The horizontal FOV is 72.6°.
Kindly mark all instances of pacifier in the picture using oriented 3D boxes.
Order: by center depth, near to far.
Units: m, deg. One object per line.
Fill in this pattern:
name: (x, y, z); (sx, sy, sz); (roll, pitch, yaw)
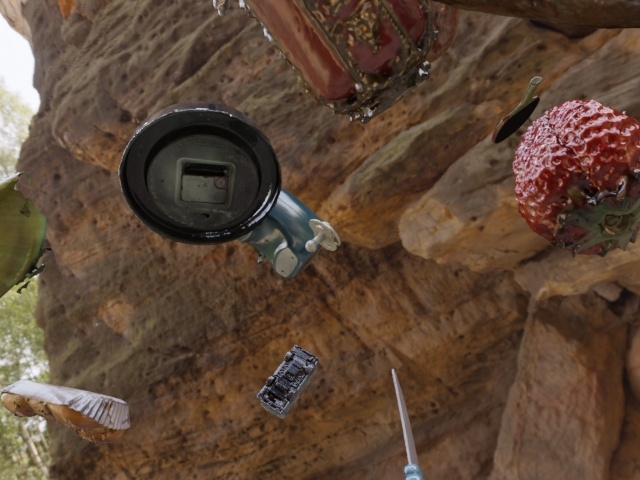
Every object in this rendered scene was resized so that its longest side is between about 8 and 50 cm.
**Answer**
pacifier: (0.000, 0.000, 0.843); (0.064, 0.068, 0.083); (-45, -41, -22)

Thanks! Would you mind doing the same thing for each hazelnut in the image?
hazelnut: (0.187, -0.402, 0.789); (0.143, 0.143, 0.154); (-26, -62, -34)

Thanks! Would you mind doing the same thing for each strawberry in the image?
strawberry: (0.496, -0.127, 0.843); (0.238, 0.289, 0.250); (27, -59, -38)

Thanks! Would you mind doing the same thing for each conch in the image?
conch: (-0.299, 0.026, 0.326); (0.200, 0.080, 0.095); (-21, -52, -9)

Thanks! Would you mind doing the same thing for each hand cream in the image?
hand cream: (-0.279, -0.775, 1.282); (0.050, 0.084, 0.257); (-48, -1, -32)

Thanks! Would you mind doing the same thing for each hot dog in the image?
hot dog: (-0.341, 0.227, 0.586); (0.108, 0.191, 0.059); (57, -138, -48)

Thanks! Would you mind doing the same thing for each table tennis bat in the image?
table tennis bat: (0.324, -0.208, 0.705); (0.086, 0.013, 0.156); (-33, -19, -5)

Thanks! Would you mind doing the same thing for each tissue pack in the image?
tissue pack: (-0.123, -0.043, 1.389); (0.206, 0.287, 0.198); (-50, -4, -39)

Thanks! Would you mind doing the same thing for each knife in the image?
knife: (0.120, 0.287, 0.580); (0.032, 0.244, 0.058); (-23, -56, 17)

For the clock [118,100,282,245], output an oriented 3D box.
clock: (-0.289, -0.156, 1.084); (0.385, 0.077, 0.387); (-7, -50, -9)

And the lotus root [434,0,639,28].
lotus root: (0.206, -0.209, 0.338); (0.167, 0.329, 0.078); (-33, -49, -3)

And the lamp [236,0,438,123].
lamp: (0.013, -0.275, 0.505); (0.177, 0.274, 0.177); (-38, 12, 9)

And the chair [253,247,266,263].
chair: (-0.199, -0.036, 1.656); (0.136, 0.147, 0.270); (-28, 16, 4)

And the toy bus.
toy bus: (-0.058, 0.266, 0.803); (0.123, 0.060, 0.075); (-49, -25, -35)
